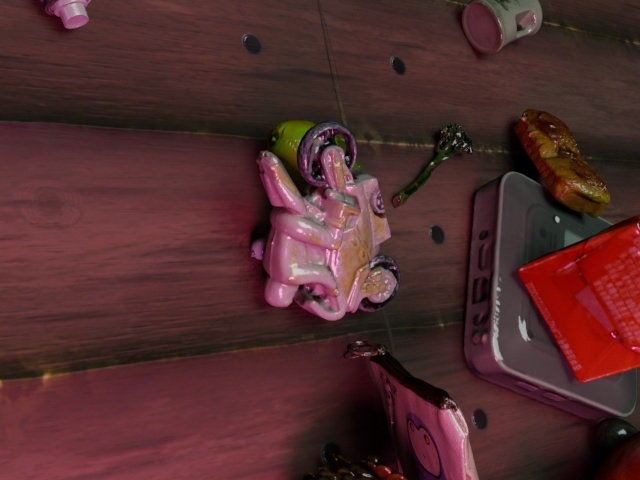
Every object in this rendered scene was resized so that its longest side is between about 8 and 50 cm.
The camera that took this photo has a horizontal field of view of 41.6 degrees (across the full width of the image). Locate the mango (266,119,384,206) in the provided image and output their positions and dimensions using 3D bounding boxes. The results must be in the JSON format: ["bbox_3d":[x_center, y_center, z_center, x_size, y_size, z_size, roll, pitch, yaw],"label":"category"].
[{"bbox_3d":[0.010,-0.102,1.331,0.233,0.111,0.125,36,62,-21],"label":"mango"}]

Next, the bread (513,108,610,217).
[{"bbox_3d":[0.472,-0.160,1.671,0.139,0.077,0.271,22,34,-25],"label":"bread"}]

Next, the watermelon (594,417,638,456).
[{"bbox_3d":[0.574,0.385,1.620,0.110,0.078,0.078,34,56,-26],"label":"watermelon"}]

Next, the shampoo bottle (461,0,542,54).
[{"bbox_3d":[0.403,-0.479,1.797,0.234,0.087,0.118,-30,90,-41],"label":"shampoo bottle"}]

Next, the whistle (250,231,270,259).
[{"bbox_3d":[-0.070,0.001,1.277,0.100,0.035,0.035,-34,96,-42],"label":"whistle"}]

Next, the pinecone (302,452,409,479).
[{"bbox_3d":[0.048,0.374,1.142,0.195,0.179,0.150,-8,100,-53],"label":"pinecone"}]

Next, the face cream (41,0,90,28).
[{"bbox_3d":[-0.377,-0.403,1.157,0.075,0.075,0.229,-19,86,-41],"label":"face cream"}]

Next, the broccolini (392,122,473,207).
[{"bbox_3d":[0.209,-0.141,1.542,0.071,0.058,0.254,24,44,21],"label":"broccolini"}]

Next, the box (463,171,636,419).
[{"bbox_3d":[0.445,0.108,1.598,0.396,0.111,0.396,23,61,-29],"label":"box"}]

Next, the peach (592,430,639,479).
[{"bbox_3d":[0.661,0.490,1.479,0.406,0.335,0.310,40,50,-15],"label":"peach"}]

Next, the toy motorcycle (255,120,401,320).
[{"bbox_3d":[0.000,0.000,1.236,0.222,0.108,0.341,-31,125,-19],"label":"toy motorcycle"}]

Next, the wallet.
[{"bbox_3d":[0.142,0.288,1.192,0.068,0.335,0.275,-21,100,-12],"label":"wallet"}]

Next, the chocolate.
[{"bbox_3d":[0.497,0.095,1.431,0.108,0.234,0.237,-35,94,-51],"label":"chocolate"}]
